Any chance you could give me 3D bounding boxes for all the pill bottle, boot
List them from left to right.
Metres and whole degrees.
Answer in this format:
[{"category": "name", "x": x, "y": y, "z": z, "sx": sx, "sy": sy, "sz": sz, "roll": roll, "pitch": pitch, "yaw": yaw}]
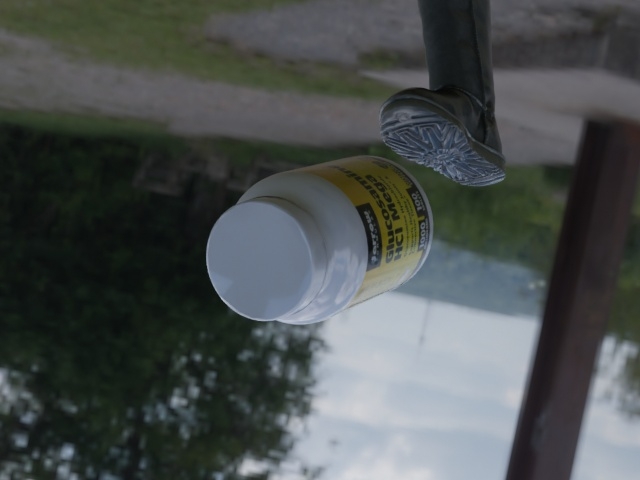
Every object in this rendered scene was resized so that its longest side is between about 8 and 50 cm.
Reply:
[{"category": "pill bottle", "x": 0.000, "y": 0.000, "z": 1.849, "sx": 0.188, "sy": 0.188, "sz": 0.334, "roll": 11, "pitch": -167, "yaw": 23}, {"category": "boot", "x": 0.110, "y": -0.170, "z": 1.352, "sx": 0.076, "sy": 0.209, "sz": 0.189, "roll": -8, "pitch": 159, "yaw": 28}]
